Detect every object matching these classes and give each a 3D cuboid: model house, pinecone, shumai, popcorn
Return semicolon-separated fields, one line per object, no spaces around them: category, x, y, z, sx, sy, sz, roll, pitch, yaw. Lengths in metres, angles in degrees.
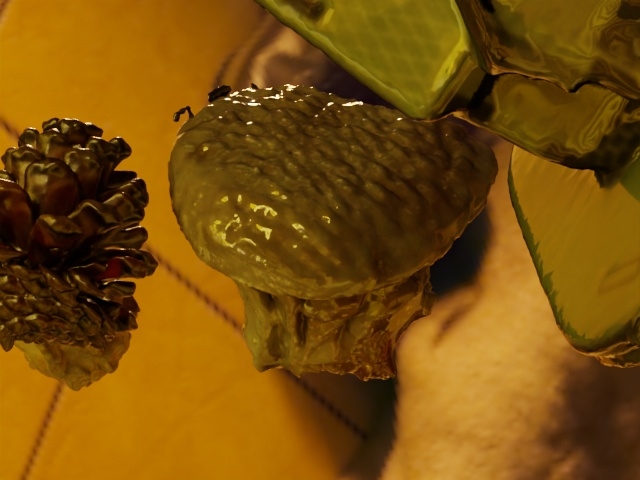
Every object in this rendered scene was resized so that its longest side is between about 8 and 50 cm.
model house;0.022;-0.128;0.596;0.279;0.218;0.205;26;20;-14
pinecone;-0.126;-0.003;0.892;0.102;0.102;0.109;30;44;-39
shumai;-0.002;0.002;0.864;0.145;0.146;0.116;-57;160;-45
popcorn;-0.146;0.048;1.157;0.083;0.057;0.082;-11;112;-23
